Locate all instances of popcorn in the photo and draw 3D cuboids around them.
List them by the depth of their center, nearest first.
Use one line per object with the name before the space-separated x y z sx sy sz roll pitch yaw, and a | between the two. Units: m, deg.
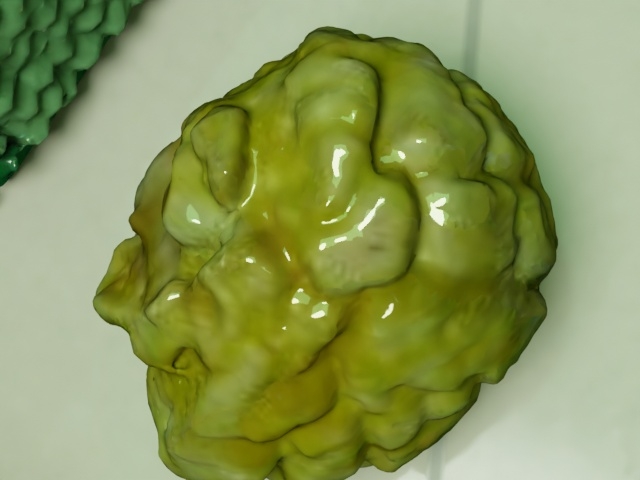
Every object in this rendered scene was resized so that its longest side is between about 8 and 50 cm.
popcorn | 0.000 0.000 0.469 0.116 0.121 0.106 -10 47 1

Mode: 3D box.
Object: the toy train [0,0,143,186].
toy train | -0.100 -0.139 0.502 0.154 0.115 0.269 35 88 18
